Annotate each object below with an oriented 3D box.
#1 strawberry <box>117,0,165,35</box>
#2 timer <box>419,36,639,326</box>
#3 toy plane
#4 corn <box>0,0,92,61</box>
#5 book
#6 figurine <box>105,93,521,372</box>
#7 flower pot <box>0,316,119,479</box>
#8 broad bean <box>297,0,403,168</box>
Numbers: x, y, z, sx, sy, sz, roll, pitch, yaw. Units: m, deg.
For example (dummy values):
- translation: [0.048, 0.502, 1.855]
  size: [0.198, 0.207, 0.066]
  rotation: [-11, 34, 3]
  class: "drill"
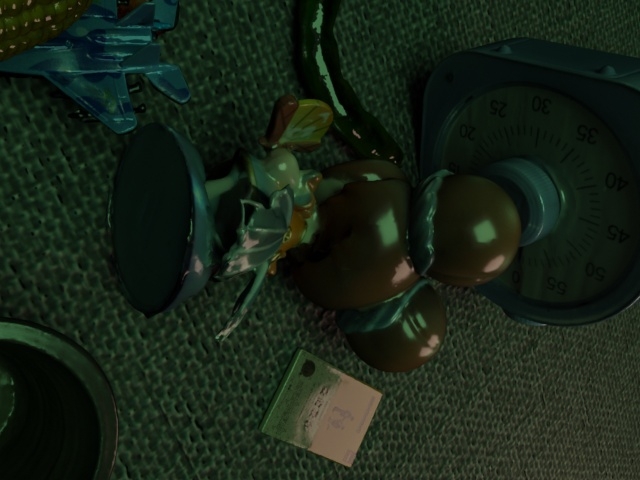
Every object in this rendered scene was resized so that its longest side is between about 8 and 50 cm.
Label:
- translation: [-0.207, -0.269, 0.653]
  size: [0.152, 0.048, 0.104]
  rotation: [43, 74, -28]
  class: "strawberry"
- translation: [0.290, -0.055, 0.849]
  size: [0.173, 0.395, 0.395]
  rotation: [-22, 108, -33]
  class: "timer"
- translation: [-0.249, -0.171, 0.601]
  size: [0.246, 0.078, 0.169]
  rotation: [-9, 83, -8]
  class: "toy plane"
- translation: [-0.298, -0.157, 0.417]
  size: [0.387, 0.144, 0.144]
  rotation: [-45, 121, -45]
  class: "corn"
- translation: [0.006, 0.231, 0.890]
  size: [0.172, 0.012, 0.118]
  rotation: [34, 76, -34]
  class: "book"
- translation: [0.000, -0.002, 0.718]
  size: [0.388, 0.248, 0.276]
  rotation: [3, 133, -40]
  class: "figurine"
- translation: [-0.311, 0.162, 0.564]
  size: [0.235, 0.148, 0.235]
  rotation: [-9, 105, -35]
  class: "flower pot"
- translation: [0.037, -0.218, 0.835]
  size: [0.144, 0.049, 0.292]
  rotation: [-22, 108, -33]
  class: "broad bean"
